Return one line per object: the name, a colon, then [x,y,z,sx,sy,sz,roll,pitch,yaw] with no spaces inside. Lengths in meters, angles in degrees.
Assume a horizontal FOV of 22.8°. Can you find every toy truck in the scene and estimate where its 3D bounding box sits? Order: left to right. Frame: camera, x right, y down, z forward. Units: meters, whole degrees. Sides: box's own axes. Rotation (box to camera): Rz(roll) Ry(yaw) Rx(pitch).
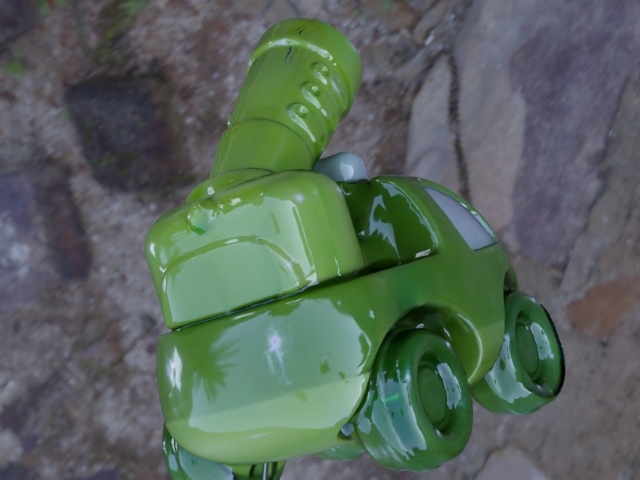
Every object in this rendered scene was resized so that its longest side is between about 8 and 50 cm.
toy truck: [-0.002,0.018,0.718,0.148,0.187,0.211,-17,106,32]
